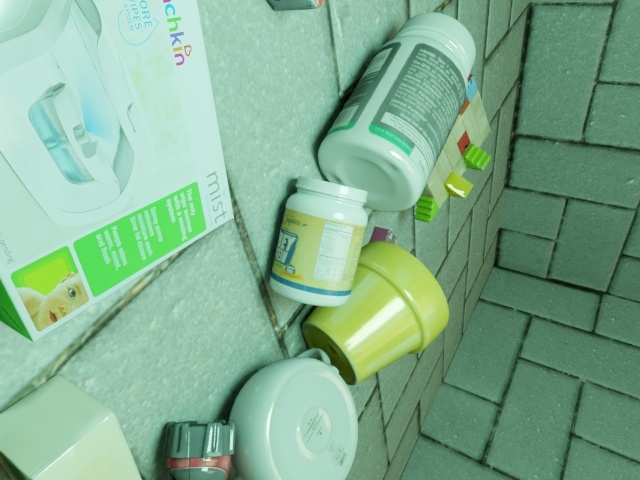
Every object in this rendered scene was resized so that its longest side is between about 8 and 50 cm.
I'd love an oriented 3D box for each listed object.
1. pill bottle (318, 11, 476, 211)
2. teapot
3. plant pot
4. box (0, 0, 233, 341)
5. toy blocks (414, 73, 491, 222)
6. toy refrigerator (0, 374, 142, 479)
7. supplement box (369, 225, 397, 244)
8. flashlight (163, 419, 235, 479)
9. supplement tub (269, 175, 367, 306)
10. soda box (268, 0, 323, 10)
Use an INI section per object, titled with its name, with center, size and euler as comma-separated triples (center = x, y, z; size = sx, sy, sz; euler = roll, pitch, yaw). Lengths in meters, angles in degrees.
[pill bottle]
center = 0.160, -0.252, 0.882
size = 0.361, 0.204, 0.204
euler = -61, 149, -22
[teapot]
center = -0.068, 0.326, 0.811
size = 0.255, 0.187, 0.253
euler = 7, 71, -44
[plant pot]
center = 0.101, 0.167, 0.977
size = 0.239, 0.253, 0.254
euler = -36, 136, -27
[box]
center = -0.212, -0.098, 0.388
size = 0.231, 0.126, 0.262
euler = -38, 135, -44
[toy blocks]
center = 0.300, -0.279, 1.178
size = 0.382, 0.190, 0.261
euler = -54, 134, -16
[toy refrigerator]
center = -0.265, 0.293, 0.515
size = 0.094, 0.102, 0.270
euler = -40, 137, -46
[supplement box]
center = 0.164, 0.005, 1.190
size = 0.083, 0.043, 0.055
euler = 39, 70, -60
[flashlight]
center = -0.173, 0.411, 0.630
size = 0.103, 0.103, 0.305
euler = 16, 63, -37
[supplement tub]
center = 0.000, 0.000, 0.790
size = 0.144, 0.144, 0.200
euler = 2, 102, -61
[soda box]
center = -0.006, -0.449, 0.612
size = 0.092, 0.083, 0.264
euler = 34, 74, -61
